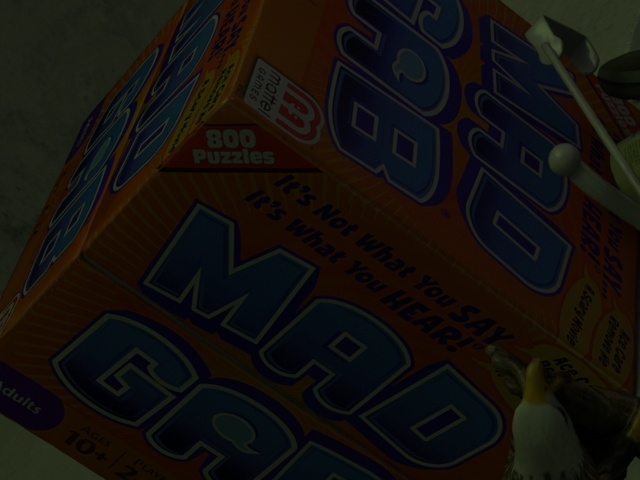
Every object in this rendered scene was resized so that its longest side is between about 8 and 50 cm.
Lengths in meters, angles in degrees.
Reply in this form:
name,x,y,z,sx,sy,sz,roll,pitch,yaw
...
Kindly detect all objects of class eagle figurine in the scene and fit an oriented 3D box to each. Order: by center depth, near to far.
name,x,y,z,sx,sy,sz,roll,pitch,yaw
eagle figurine,0.118,0.170,0.927,0.226,0.225,0.298,-30,20,34

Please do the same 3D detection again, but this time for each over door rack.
name,x,y,z,sx,sy,sz,roll,pitch,yaw
over door rack,0.248,-0.136,1.126,0.239,0.108,0.324,-47,33,24

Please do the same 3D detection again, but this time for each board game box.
name,x,y,z,sx,sy,sz,roll,pitch,yaw
board game box,0.000,0.000,1.374,0.356,0.356,0.356,-44,20,34

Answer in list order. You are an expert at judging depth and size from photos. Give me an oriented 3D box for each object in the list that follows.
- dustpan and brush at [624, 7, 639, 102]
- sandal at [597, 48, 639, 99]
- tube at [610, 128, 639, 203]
name,x,y,z,sx,sy,sz,roll,pitch,yaw
dustpan and brush,0.319,-0.232,1.468,0.147,0.060,0.211,-23,35,61
sandal,0.323,-0.190,1.263,0.120,0.086,0.303,-30,-1,-45
tube,0.314,-0.098,1.235,0.240,0.062,0.070,-36,65,38
